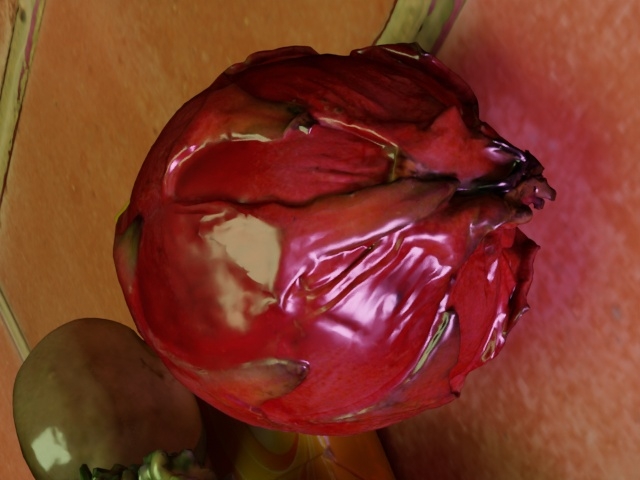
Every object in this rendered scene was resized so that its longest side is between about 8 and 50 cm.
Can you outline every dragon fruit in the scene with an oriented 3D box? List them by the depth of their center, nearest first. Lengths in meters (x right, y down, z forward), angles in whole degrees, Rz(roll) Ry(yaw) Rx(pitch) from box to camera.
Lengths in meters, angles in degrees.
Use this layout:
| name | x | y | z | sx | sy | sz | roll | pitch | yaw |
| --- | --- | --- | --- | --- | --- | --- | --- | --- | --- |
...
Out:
| name | x | y | z | sx | sy | sz | roll | pitch | yaw |
| --- | --- | --- | --- | --- | --- | --- | --- | --- | --- |
| dragon fruit | 0.000 | 0.000 | 0.586 | 0.209 | 0.172 | 0.172 | -38 | 71 | 61 |

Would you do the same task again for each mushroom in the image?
| name | x | y | z | sx | sy | sz | roll | pitch | yaw |
| --- | --- | --- | --- | --- | --- | --- | --- | --- | --- |
| mushroom | -0.114 | 0.168 | 0.855 | 0.159 | 0.122 | 0.328 | 26 | 149 | 12 |

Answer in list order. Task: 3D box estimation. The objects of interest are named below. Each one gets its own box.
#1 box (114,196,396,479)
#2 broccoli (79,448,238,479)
| name | x | y | z | sx | sy | sz | roll | pitch | yaw |
| --- | --- | --- | --- | --- | --- | --- | --- | --- | --- |
| box | -0.037 | 0.075 | 0.794 | 0.152 | 0.043 | 0.269 | -40 | 70 | 58 |
| broccoli | -0.007 | 0.267 | 0.614 | 0.302 | 0.249 | 0.375 | -24 | 100 | 52 |
